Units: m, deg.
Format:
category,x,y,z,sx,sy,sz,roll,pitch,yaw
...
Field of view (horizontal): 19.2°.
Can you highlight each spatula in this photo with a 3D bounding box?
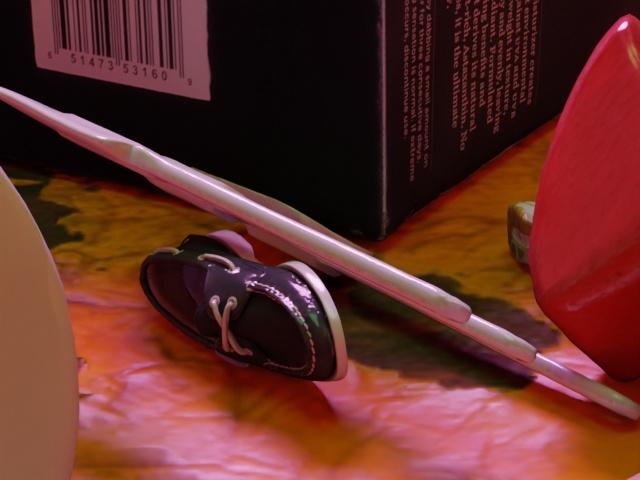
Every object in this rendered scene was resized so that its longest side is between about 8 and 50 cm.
category,x,y,z,sx,sy,sz,roll,pitch,yaw
spatula,0.000,0.000,0.696,0.242,0.019,0.168,25,-4,41

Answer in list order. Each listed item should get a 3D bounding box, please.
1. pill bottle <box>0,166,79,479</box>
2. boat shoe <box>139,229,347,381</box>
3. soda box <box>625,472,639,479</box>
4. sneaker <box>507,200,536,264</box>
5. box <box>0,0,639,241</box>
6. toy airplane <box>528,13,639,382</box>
category,x,y,z,sx,sy,sz,roll,pitch,yaw
pill bottle,-0.160,0.009,0.411,0.162,0.162,0.278,-13,16,-25
boat shoe,-0.030,0.025,0.707,0.038,0.046,0.125,-13,23,-24
soda box,0.090,0.105,0.505,0.183,0.058,0.063,-21,30,-36
sneaker,0.103,0.002,0.769,0.037,0.032,0.083,-6,25,-9
box,-0.021,-0.155,0.954,0.296,0.183,0.294,13,26,29
toy airplane,0.249,-0.150,0.669,0.384,0.386,0.272,-12,38,-24
